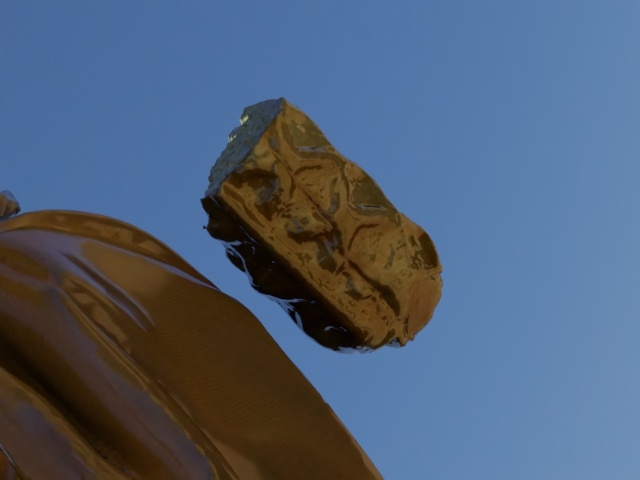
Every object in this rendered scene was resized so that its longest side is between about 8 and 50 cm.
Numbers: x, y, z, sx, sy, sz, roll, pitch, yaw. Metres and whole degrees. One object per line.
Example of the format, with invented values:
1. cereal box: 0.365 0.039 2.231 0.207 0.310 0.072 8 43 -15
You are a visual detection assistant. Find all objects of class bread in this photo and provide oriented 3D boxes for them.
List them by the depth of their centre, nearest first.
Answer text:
1. bread: 0.000 0.000 0.724 0.110 0.066 0.060 44 -155 -20

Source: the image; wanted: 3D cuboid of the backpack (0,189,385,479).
1. backpack: -0.060 0.175 0.734 0.201 0.378 0.353 -32 -16 -27
